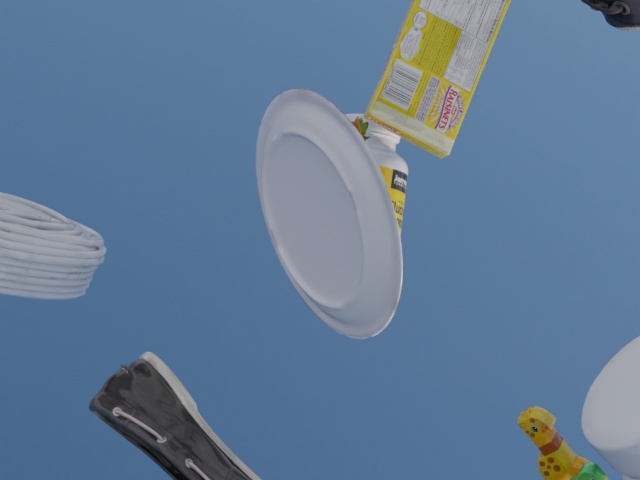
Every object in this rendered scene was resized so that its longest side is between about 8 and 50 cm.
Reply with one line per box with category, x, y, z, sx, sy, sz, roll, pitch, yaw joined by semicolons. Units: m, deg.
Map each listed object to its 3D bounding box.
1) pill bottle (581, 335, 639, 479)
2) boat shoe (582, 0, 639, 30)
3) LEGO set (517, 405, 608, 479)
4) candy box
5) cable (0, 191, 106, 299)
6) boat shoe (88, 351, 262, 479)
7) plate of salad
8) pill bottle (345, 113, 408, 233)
pill bottle;0.350;0.205;1.545;0.301;0.169;0.169;42;-163;-23
boat shoe;0.194;-0.169;1.152;0.285;0.092;0.103;10;-161;-19
LEGO set;0.242;0.206;1.891;0.093;0.227;0.087;50;-147;-9
candy box;0.131;-0.205;2.159;0.105;0.205;0.027;28;162;-15
cable;-0.364;-0.002;2.111;0.257;0.089;0.257;16;-175;-21
boat shoe;-0.131;0.278;2.189;0.095;0.112;0.335;-38;-101;-19
plate of salad;0.012;-0.022;1.478;0.048;0.199;0.200;-20;-137;-29
pill bottle;0.047;-0.050;2.232;0.103;0.184;0.103;7;172;1
